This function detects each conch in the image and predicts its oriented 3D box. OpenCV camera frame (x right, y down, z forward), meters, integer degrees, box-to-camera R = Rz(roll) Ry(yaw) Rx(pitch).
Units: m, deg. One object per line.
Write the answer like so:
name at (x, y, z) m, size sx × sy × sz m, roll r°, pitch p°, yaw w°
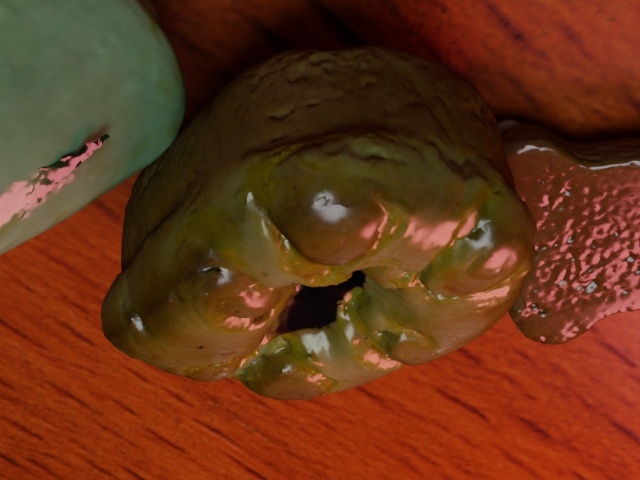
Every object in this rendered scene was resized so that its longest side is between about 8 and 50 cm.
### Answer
conch at (-0.169, -0.070, 0.564) m, size 0.137 × 0.251 × 0.143 m, roll 41°, pitch 132°, yaw 14°

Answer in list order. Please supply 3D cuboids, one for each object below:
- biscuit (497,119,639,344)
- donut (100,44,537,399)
biscuit at (0.256, -0.018, 0.728) m, size 0.302 × 0.049 × 0.197 m, roll -8°, pitch 131°, yaw 9°
donut at (0.000, 0.000, 0.665) m, size 0.208 × 0.128 × 0.261 m, roll 20°, pitch 144°, yaw -36°
